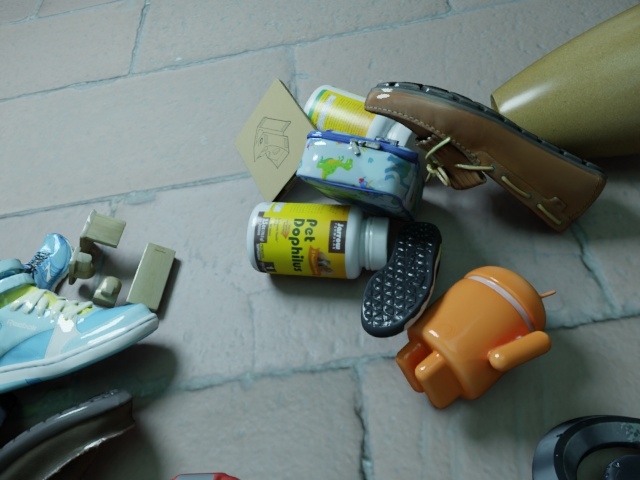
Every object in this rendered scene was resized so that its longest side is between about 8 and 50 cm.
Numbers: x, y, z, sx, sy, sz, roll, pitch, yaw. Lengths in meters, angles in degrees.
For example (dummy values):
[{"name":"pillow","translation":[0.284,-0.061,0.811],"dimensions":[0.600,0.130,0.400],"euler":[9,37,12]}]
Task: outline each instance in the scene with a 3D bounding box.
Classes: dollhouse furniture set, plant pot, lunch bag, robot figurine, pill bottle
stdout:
[{"name":"dollhouse furniture set","translation":[-0.354,0.057,0.800],"dimensions":[0.151,0.123,0.144],"euler":[20,56,-19]},{"name":"plant pot","translation":[0.429,-0.231,0.754],"dimensions":[0.254,0.237,0.237],"euler":[-15,55,17]},{"name":"lunch bag","translation":[0.067,-0.097,0.711],"dimensions":[0.176,0.219,0.090],"euler":[15,88,20]},{"name":"robot figurine","translation":[0.207,0.121,0.603],"dimensions":[0.219,0.158,0.128],"euler":[-38,75,-15]},{"name":"pill bottle","translation":[0.078,-0.205,0.843],"dimensions":[0.208,0.117,0.117],"euler":[27,65,24]},{"name":"pill bottle","translation":[0.000,0.000,0.722],"dimensions":[0.215,0.117,0.117],"euler":[3,58,12]}]

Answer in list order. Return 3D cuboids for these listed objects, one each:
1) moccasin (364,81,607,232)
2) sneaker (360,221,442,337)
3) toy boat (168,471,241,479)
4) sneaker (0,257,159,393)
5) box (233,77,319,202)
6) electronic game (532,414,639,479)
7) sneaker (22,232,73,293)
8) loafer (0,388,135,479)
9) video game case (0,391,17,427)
[{"name":"moccasin","translation":[0.238,-0.130,0.707],"dimensions":[0.380,0.147,0.139],"euler":[24,21,-9]},{"name":"sneaker","translation":[0.131,0.068,0.650],"dimensions":[0.084,0.097,0.234],"euler":[9,40,28]},{"name":"toy boat","translation":[-0.154,0.370,0.483],"dimensions":[0.151,0.151,0.231],"euler":[-7,54,9]},{"name":"sneaker","translation":[-0.417,0.098,0.673],"dimensions":[0.319,0.127,0.208],"euler":[-17,91,1]},{"name":"box","translation":[-0.085,-0.185,0.859],"dimensions":[0.164,0.021,0.201],"euler":[-48,54,25]},{"name":"electronic game","translation":[0.347,0.268,0.472],"dimensions":[0.229,0.048,0.229],"euler":[-7,20,2]},{"name":"sneaker","translation":[-0.494,0.053,0.798],"dimensions":[0.063,0.073,0.162],"euler":[-3,57,8]},{"name":"loafer","translation":[-0.381,0.335,0.583],"dimensions":[0.366,0.134,0.130],"euler":[-38,86,-4]},{"name":"video game case","translation":[-0.516,0.320,0.548],"dimensions":[0.248,0.035,0.275],"euler":[-42,16,-17]}]
